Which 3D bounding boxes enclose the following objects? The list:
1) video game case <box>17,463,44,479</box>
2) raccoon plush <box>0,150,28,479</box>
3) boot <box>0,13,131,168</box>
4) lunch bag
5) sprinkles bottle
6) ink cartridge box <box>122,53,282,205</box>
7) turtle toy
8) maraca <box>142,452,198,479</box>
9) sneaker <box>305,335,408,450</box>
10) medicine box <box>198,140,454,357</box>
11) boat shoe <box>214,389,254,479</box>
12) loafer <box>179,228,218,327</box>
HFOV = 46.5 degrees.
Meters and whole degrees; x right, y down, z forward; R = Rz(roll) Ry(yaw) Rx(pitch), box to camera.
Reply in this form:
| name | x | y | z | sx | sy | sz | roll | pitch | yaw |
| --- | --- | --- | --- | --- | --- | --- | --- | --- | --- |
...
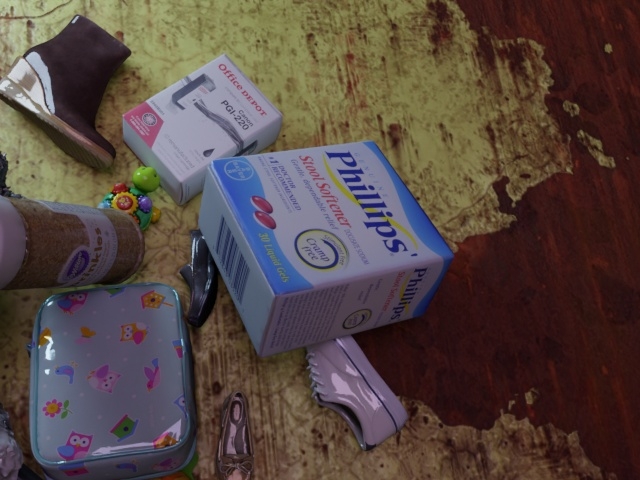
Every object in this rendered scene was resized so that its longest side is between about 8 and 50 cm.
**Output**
| name | x | y | z | sx | sy | sz | roll | pitch | yaw |
| --- | --- | --- | --- | --- | --- | --- | --- | --- | --- |
| video game case | -0.357 | 0.462 | 0.929 | 0.275 | 0.035 | 0.248 | 38 | 87 | 5 |
| raccoon plush | -0.458 | 0.086 | 1.027 | 0.299 | 0.216 | 0.446 | -40 | 83 | -28 |
| boot | -0.384 | -0.253 | 1.233 | 0.248 | 0.090 | 0.207 | 37 | 68 | 9 |
| lunch bag | -0.290 | 0.192 | 1.032 | 0.224 | 0.107 | 0.279 | -8 | 52 | -7 |
| sprinkles bottle | -0.359 | 0.005 | 0.970 | 0.121 | 0.355 | 0.121 | 0 | 89 | 13 |
| ink cartridge box | -0.195 | -0.188 | 1.245 | 0.218 | 0.092 | 0.158 | -38 | 80 | -24 |
| turtle toy | -0.301 | -0.060 | 1.184 | 0.095 | 0.066 | 0.130 | 30 | 65 | 1 |
| maraca | -0.217 | 0.355 | 1.015 | 0.127 | 0.099 | 0.185 | 11 | 49 | -24 |
| sneaker | 0.021 | 0.201 | 1.127 | 0.091 | 0.094 | 0.258 | -37 | 79 | -25 |
| medicine box | 0.000 | 0.000 | 1.114 | 0.290 | 0.149 | 0.263 | -12 | 53 | -27 |
| boat shoe | -0.123 | 0.297 | 1.083 | 0.056 | 0.048 | 0.152 | 6 | 67 | -9 |
| loafer | -0.190 | 0.057 | 1.167 | 0.061 | 0.062 | 0.170 | 8 | 57 | 1 |
